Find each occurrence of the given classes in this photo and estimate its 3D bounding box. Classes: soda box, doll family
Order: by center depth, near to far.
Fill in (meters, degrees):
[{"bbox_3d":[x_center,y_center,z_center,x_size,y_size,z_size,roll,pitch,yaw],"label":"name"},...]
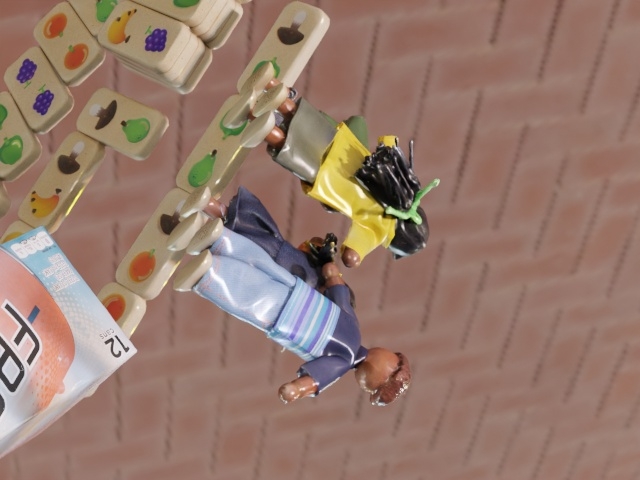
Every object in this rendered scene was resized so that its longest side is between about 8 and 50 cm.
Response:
[{"bbox_3d":[-0.139,0.057,0.520,0.063,0.058,0.183,-40,176,33],"label":"soda box"},{"bbox_3d":[0.000,0.000,0.756,0.111,0.193,0.076,39,142,-19],"label":"doll family"}]

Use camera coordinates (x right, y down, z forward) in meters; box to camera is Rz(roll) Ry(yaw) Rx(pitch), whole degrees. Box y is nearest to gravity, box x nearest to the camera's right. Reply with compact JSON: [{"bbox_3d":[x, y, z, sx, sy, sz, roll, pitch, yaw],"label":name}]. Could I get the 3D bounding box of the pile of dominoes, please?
[{"bbox_3d":[-0.125,-0.066,0.895,0.251,0.196,0.040,-58,140,-7],"label":"pile of dominoes"}]
